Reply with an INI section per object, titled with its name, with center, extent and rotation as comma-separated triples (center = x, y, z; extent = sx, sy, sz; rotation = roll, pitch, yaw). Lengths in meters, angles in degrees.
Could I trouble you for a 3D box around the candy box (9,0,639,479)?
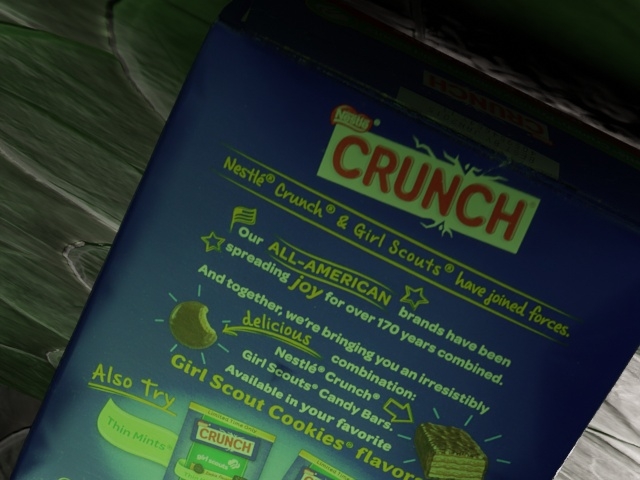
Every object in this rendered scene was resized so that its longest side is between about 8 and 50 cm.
[candy box]
center = 0.014, 0.052, 0.898
extent = 0.268, 0.317, 0.122
rotation = 27, -153, -2
